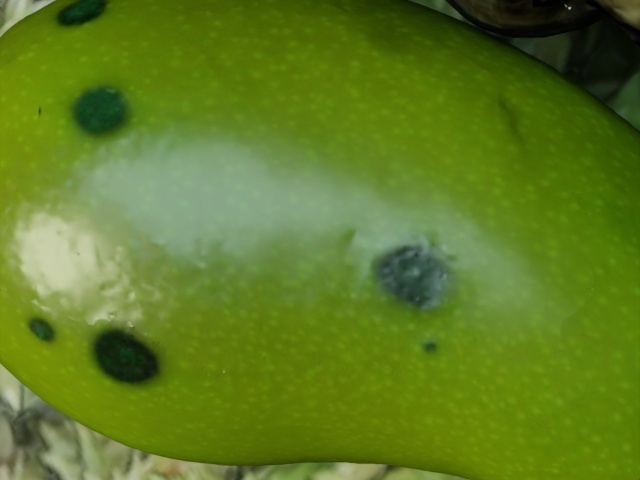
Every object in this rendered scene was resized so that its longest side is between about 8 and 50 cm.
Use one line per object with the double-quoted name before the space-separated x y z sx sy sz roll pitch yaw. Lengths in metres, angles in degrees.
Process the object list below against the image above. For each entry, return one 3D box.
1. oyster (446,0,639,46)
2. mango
"oyster" 0.132 -0.099 0.425 0.361 0.221 0.096 21 127 15
"mango" 0.000 0.000 0.467 0.293 0.143 0.175 17 89 14
